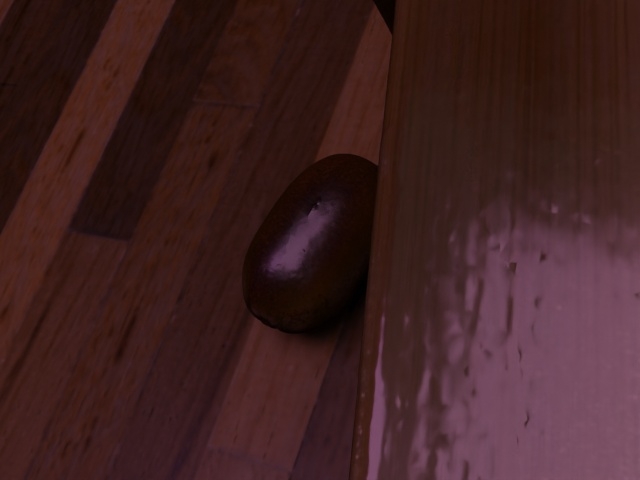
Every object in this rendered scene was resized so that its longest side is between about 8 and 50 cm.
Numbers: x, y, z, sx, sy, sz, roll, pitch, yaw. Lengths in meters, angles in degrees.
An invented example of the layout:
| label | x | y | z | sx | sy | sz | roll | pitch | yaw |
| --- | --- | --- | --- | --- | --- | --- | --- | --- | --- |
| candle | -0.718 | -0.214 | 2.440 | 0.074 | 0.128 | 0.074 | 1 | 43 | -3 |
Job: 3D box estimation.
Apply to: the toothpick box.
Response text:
| label | x | y | z | sx | sy | sz | roll | pitch | yaw |
| --- | --- | --- | --- | --- | --- | --- | --- | --- | --- |
| toothpick box | 0.116 | 0.007 | 0.457 | 0.187 | 0.190 | 0.308 | -2 | 68 | 22 |

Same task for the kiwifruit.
| label | x | y | z | sx | sy | sz | roll | pitch | yaw |
| --- | --- | --- | --- | --- | --- | --- | --- | --- | --- |
| kiwifruit | 0.000 | 0.000 | 0.570 | 0.075 | 0.075 | 0.124 | 28 | 74 | 33 |
